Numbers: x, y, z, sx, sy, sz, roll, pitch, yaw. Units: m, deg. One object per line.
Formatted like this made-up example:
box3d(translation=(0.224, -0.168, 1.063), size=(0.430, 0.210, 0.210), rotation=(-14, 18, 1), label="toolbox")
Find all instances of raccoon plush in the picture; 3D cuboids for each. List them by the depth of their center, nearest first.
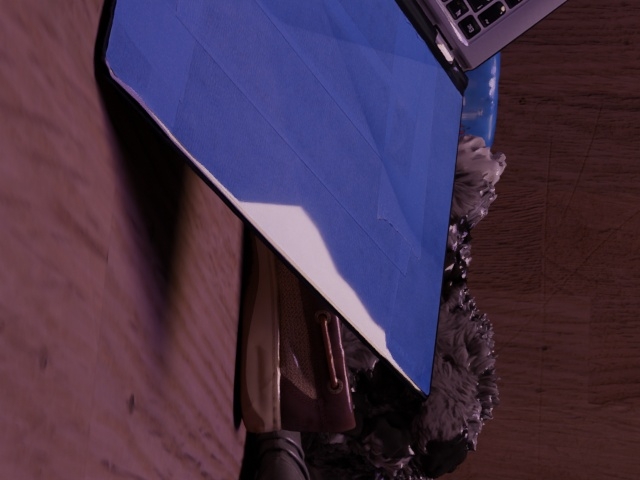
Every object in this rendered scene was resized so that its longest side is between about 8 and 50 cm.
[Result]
box3d(translation=(0.105, 0.146, 1.613), size=(0.446, 0.216, 0.299), rotation=(-52, 164, -25), label="raccoon plush")

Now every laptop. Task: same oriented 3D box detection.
box3d(translation=(0.100, -0.179, 0.878), size=(0.382, 0.408, 0.236), rotation=(47, 9, -48), label="laptop")

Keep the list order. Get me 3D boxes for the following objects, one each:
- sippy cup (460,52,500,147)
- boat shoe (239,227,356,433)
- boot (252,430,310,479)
box3d(translation=(0.089, -0.182, 1.702), size=(0.240, 0.224, 0.305), rotation=(-79, 171, -59), label="sippy cup")
box3d(translation=(0.000, 0.000, 1.308), size=(0.123, 0.123, 0.342), rotation=(50, 44, -84), label="boat shoe")
box3d(translation=(-0.033, 0.276, 1.428), size=(0.161, 0.083, 0.246), rotation=(-91, -178, -49), label="boot")
